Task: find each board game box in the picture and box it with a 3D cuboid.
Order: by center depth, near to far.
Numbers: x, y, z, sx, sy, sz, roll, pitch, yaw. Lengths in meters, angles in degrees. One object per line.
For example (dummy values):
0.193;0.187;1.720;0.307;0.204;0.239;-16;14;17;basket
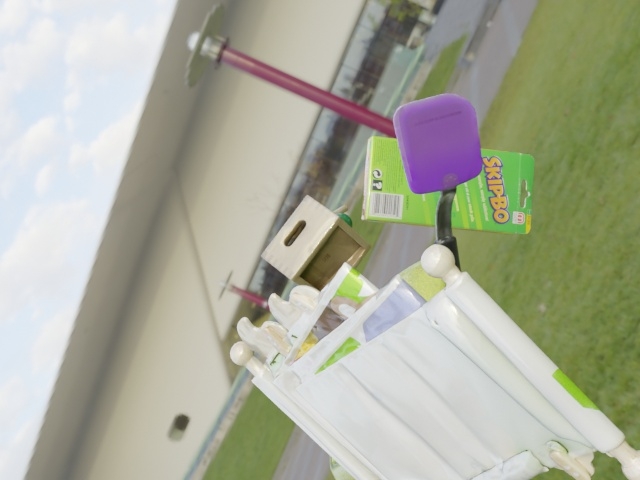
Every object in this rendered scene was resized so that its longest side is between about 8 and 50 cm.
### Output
0.193;-0.080;1.256;0.039;0.259;0.124;166;109;-80;board game box

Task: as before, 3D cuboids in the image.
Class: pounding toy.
0.000;0.000;1.228;0.141;0.100;0.130;-53;-37;-2;pounding toy

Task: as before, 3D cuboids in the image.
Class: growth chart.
0.042;0.085;0.470;0.021;0.172;0.237;-44;5;-36;growth chart

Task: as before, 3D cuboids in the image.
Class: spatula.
0.133;-0.016;0.885;0.030;0.084;0.296;-116;12;-51;spatula

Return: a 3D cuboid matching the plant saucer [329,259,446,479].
0.053;0.128;0.754;0.188;0.045;0.188;129;146;-52;plant saucer
